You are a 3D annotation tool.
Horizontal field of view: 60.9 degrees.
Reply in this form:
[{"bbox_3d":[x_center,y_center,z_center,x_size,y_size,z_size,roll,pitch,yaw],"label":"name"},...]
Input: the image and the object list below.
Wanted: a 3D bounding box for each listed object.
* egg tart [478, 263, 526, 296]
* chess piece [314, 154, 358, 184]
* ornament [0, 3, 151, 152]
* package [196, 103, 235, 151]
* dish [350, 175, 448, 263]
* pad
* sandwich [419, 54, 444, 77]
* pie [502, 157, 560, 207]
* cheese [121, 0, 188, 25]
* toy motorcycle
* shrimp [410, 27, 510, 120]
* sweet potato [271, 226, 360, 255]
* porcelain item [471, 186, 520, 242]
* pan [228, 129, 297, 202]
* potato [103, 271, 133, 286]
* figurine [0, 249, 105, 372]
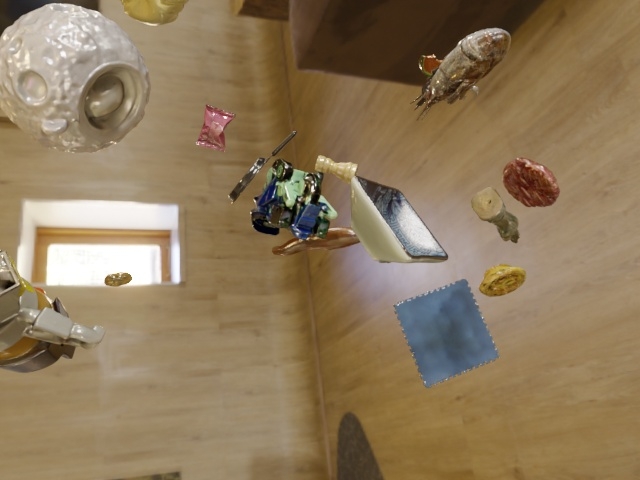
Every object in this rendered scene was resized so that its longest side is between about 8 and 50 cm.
[{"bbox_3d":[0.473,0.101,1.429,0.128,0.129,0.049,112,154,-45],"label":"egg tart"},{"bbox_3d":[0.046,-0.213,1.622,0.066,0.122,0.066,17,-90,-83],"label":"chess piece"},{"bbox_3d":[-0.586,-0.379,1.279,0.337,0.338,0.336,-179,90,-71],"label":"ornament"},{"bbox_3d":[-0.203,-0.216,1.055,0.029,0.059,0.083,-104,32,-63],"label":"package"},{"bbox_3d":[0.131,-0.017,1.021,0.080,0.243,0.181,-41,71,21],"label":"dish"},{"bbox_3d":[0.380,0.274,1.641,0.012,0.269,0.269,124,129,-70],"label":"pad"},{"bbox_3d":[0.350,-0.547,1.702,0.067,0.135,0.029,-45,52,35],"label":"sandwich"},{"bbox_3d":[0.513,-0.139,1.334,0.154,0.036,0.154,41,159,19],"label":"pie"},{"bbox_3d":[-0.425,-0.647,1.352,0.226,0.117,0.213,1,115,36],"label":"cheese"},{"bbox_3d":[-0.083,-0.088,1.298,0.331,0.125,0.196,36,110,62],"label":"toy motorcycle"},{"bbox_3d":[0.341,-0.413,1.376,0.116,0.145,0.343,59,146,5],"label":"shrimp"},{"bbox_3d":[0.001,0.000,1.338,0.265,0.057,0.057,-9,77,25],"label":"sweet potato"},{"bbox_3d":[0.447,-0.043,1.337,0.069,0.216,0.081,-36,47,17],"label":"porcelain item"},{"bbox_3d":[-0.144,-0.184,1.313,0.235,0.028,0.136,-45,12,12],"label":"pan"},{"bbox_3d":[-0.603,0.116,1.623,0.051,0.083,0.040,44,129,41],"label":"potato"},{"bbox_3d":[-0.495,0.119,0.851,0.143,0.309,0.308,-54,4,-27],"label":"figurine"}]
